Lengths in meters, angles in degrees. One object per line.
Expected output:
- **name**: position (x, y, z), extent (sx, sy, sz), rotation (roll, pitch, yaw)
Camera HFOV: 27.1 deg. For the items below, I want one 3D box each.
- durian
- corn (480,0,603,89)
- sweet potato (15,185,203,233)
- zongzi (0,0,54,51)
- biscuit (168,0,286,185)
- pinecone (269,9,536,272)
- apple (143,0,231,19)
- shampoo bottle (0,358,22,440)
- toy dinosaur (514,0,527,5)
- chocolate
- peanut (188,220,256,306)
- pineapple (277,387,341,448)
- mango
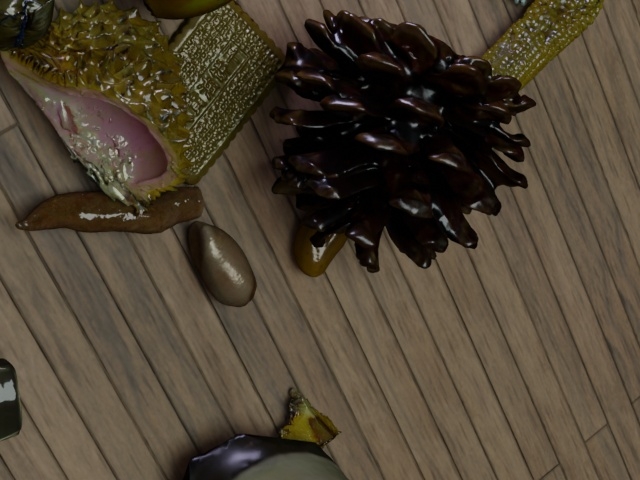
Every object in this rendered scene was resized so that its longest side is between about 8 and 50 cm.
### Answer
- **durian**: position (-0.260, -0.212, 1.782), extent (0.305, 0.185, 0.196), rotation (47, 52, -20)
- **corn**: position (0.344, -0.319, 2.169), extent (0.320, 0.097, 0.097), rotation (-45, 115, -15)
- **sweet potato**: position (-0.297, -0.038, 1.854), extent (0.281, 0.059, 0.067), rotation (-4, 55, -29)
- **zongzi**: position (-0.343, -0.393, 1.708), extent (0.289, 0.123, 0.260), rotation (-23, 77, -29)
- **biscuit**: position (-0.165, -0.223, 1.926), extent (0.172, 0.029, 0.254), rotation (43, 75, -26)
- **pinecone**: position (0.108, -0.133, 1.881), extent (0.397, 0.397, 0.398), rotation (-4, 99, -29)
- **apple**: position (-0.195, -0.406, 1.767), extent (0.207, 0.237, 0.237), rotation (-37, 113, -25)
- **shampoo bottle**: position (-0.569, 0.236, 1.723), extent (0.350, 0.084, 0.126), rotation (-8, 103, -28)
- **toy dinosaur**: position (0.296, -0.517, 2.138), extent (0.167, 0.053, 0.242), rotation (13, 90, -32)
- **chocolate**: position (-0.038, 0.481, 1.916), extent (0.326, 0.297, 0.314), rotation (15, 100, -28)
- **peanut**: position (-0.145, 0.034, 1.943), extent (0.076, 0.076, 0.152), rotation (-40, 114, -19)
- **pineapple**: position (-0.021, 0.282, 2.053), extent (0.114, 0.077, 0.114), rotation (-27, 96, -30)
- **mango**: position (0.000, 0.000, 2.030), extent (0.080, 0.060, 0.114), rotation (19, 90, -28)
